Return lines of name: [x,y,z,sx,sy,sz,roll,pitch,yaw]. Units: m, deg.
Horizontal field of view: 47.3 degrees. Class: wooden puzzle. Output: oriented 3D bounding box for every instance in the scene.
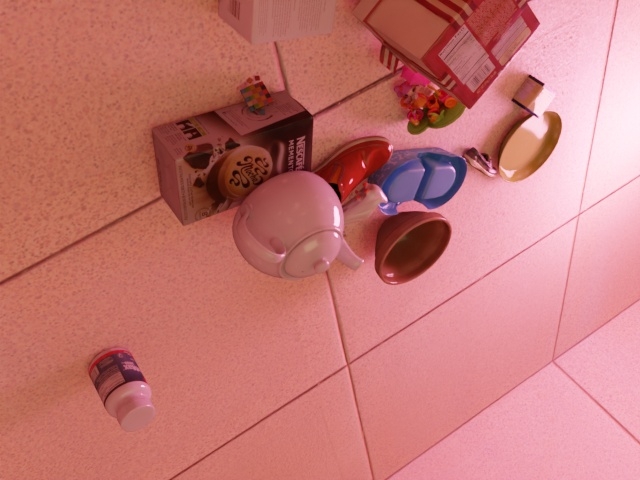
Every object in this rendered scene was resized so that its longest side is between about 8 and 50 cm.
wooden puzzle: [-0.125,-0.283,1.431,0.049,0.083,0.006,-26,170,-11]

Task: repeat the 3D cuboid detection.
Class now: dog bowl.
dog bowl: [0.245,-0.160,1.879,0.297,0.074,0.166,-10,132,-36]

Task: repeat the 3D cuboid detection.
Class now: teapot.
teapot: [-0.048,-0.007,1.498,0.256,0.187,0.252,-26,148,-16]

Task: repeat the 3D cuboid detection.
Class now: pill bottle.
pill bottle: [-0.448,0.340,1.663,0.108,0.180,0.108,-24,140,-22]

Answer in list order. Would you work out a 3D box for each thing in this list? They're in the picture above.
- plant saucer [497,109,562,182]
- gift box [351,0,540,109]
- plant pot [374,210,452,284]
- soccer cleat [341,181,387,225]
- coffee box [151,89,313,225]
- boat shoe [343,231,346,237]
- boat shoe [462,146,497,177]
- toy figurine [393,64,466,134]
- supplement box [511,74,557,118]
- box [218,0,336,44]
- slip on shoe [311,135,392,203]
plant saucer: [0.595,-0.276,2.105,0.241,0.037,0.241,-23,138,-22]
gift box: [0.243,-0.432,1.460,0.255,0.258,0.276,-47,143,7]
plant pot: [0.230,-0.001,1.984,0.237,0.110,0.237,-25,143,-20]
soccer cleat: [0.074,-0.065,1.783,0.196,0.068,0.076,-35,126,25]
coffee box: [-0.170,-0.169,1.465,0.297,0.119,0.168,-23,139,-24]
boat shoe: [0.000,0.001,1.847,0.133,0.042,0.049,-29,166,-15]
boat shoe: [0.451,-0.216,2.020,0.152,0.056,0.049,16,120,-48]
toy figurine: [0.231,-0.343,1.686,0.173,0.130,0.159,-31,134,26]
supplement box: [0.575,-0.386,1.964,0.083,0.056,0.083,14,117,-47]
box: [-0.076,-0.424,1.293,0.170,0.130,0.091,-18,136,-29]
slip on shoe: [0.039,-0.133,1.701,0.331,0.101,0.123,-32,140,-16]
